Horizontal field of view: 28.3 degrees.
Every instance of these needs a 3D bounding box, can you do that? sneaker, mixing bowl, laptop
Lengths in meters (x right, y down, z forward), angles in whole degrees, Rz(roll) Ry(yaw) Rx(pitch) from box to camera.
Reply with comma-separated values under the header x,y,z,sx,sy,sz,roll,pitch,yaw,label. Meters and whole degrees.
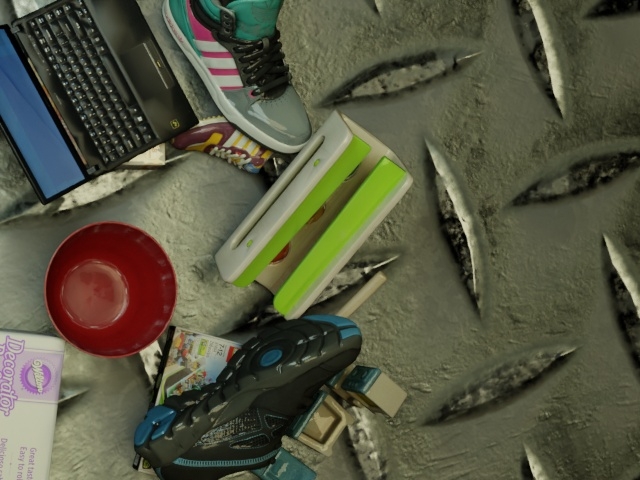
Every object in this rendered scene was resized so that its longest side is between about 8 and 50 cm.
x,y,z,sx,sy,sz,roll,pitch,yaw,label
-0.086,-0.270,1.732,0.124,0.178,0.295,-37,86,-34,sneaker
-0.082,0.224,1.732,0.341,0.125,0.139,-31,114,3,sneaker
-0.293,0.070,1.718,0.181,0.098,0.181,3,82,-24,mixing bowl
-0.305,-0.202,1.633,0.264,0.136,0.234,-30,98,-19,laptop
-0.119,-0.134,1.808,0.185,0.069,0.084,-10,86,-19,sneaker

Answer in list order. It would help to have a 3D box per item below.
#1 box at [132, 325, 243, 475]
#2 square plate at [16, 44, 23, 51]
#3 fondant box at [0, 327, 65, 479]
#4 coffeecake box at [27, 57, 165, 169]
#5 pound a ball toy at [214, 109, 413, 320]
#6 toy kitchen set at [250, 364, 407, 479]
x,y,z,sx,sy,sz,roll,pitch,yaw,label
-0.182,0.233,1.792,0.114,0.036,0.207,16,83,-19,box
-0.583,-0.170,1.562,0.347,0.049,0.344,26,74,-21,square plate
-0.512,0.224,1.642,0.330,0.096,0.238,8,86,-21,fondant box
-0.310,-0.171,1.740,0.185,0.068,0.142,-1,88,-21,coffeecake box
0.000,0.000,1.794,0.208,0.136,0.319,34,104,-26,pound a ball toy
-0.005,0.259,1.786,0.122,0.166,0.207,39,76,-15,toy kitchen set
